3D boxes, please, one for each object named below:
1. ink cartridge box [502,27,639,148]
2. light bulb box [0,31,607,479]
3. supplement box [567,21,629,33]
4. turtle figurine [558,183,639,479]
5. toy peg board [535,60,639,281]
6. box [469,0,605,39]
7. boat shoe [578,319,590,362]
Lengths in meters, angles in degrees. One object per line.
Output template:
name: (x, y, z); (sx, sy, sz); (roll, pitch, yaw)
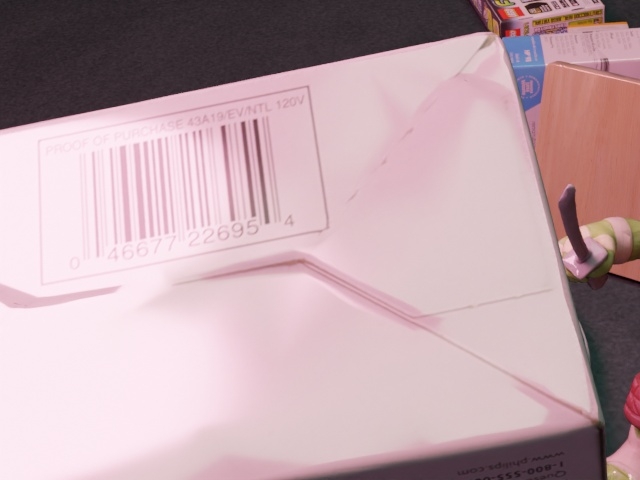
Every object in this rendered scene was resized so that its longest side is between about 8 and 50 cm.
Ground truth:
ink cartridge box: (0.257, -0.133, 1.481); (0.180, 0.104, 0.060); (-4, 34, 4)
light bulb box: (-0.039, 0.119, 0.858); (0.358, 0.361, 0.225); (-10, 54, 4)
supplement box: (0.277, -0.176, 1.602); (0.062, 0.036, 0.098); (-3, 34, 5)
turtle figurine: (0.234, 0.072, 1.014); (0.198, 0.266, 0.274); (8, 23, 8)
toy peg board: (0.264, -0.058, 1.338); (0.161, 0.161, 0.079); (18, 23, 32)
box: (0.219, -0.272, 1.753); (0.114, 0.036, 0.207); (-10, 34, -6)
boat shoe: (0.134, 0.099, 1.160); (0.108, 0.102, 0.301); (3, 35, 13)
